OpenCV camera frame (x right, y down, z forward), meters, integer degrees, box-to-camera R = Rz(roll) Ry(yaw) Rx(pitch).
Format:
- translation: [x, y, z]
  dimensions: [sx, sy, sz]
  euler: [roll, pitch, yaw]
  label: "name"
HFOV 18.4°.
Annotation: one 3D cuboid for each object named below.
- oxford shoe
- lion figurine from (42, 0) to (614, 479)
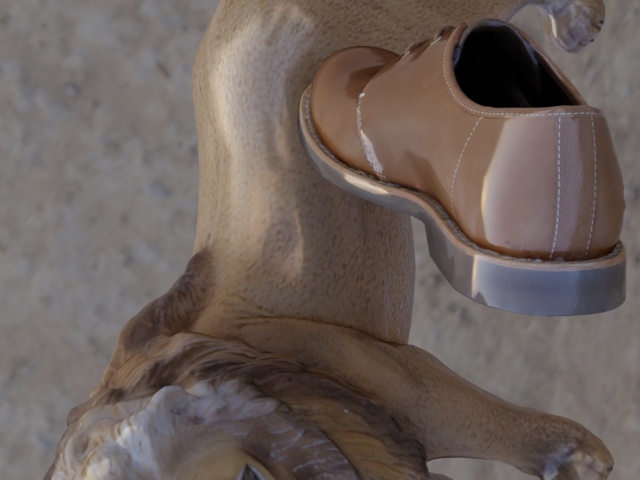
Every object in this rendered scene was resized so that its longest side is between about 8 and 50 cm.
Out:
- translation: [0.049, -0.044, 0.675]
  dimensions: [0.076, 0.212, 0.076]
  euler: [-5, 109, -20]
  label: "oxford shoe"
- translation: [0.000, 0.000, 0.809]
  dimensions: [0.240, 0.392, 0.142]
  euler: [20, 143, -33]
  label: "lion figurine"
